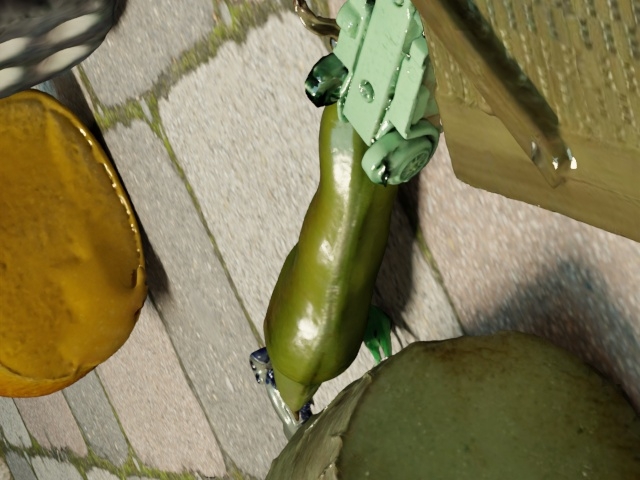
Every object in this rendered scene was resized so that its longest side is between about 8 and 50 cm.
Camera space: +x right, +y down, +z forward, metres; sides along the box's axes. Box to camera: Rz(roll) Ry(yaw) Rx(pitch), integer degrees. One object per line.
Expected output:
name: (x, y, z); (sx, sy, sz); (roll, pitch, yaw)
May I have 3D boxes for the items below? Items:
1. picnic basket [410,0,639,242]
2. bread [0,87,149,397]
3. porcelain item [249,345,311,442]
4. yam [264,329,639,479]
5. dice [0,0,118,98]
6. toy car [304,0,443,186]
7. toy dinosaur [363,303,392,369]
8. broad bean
picnic basket: (0.128, -0.088, 0.436); (0.266, 0.165, 0.139); (25, 135, 62)
bread: (-0.256, -0.002, 1.565); (0.142, 0.195, 0.270); (-10, 101, 64)
porcelain item: (-0.009, 0.139, 1.336); (0.136, 0.021, 0.075); (67, 162, -6)
yam: (0.056, 0.137, 0.936); (0.161, 0.161, 0.268); (62, 162, 9)
dice: (-0.254, -0.200, 1.310); (0.183, 0.182, 0.181); (65, 163, 6)
toy car: (0.037, -0.092, 0.857); (0.073, 0.054, 0.143); (52, 151, 26)
toy dinosaur: (0.033, 0.046, 1.105); (0.083, 0.021, 0.062); (167, 91, -73)
broad bean: (0.008, 0.000, 1.026); (0.075, 0.067, 0.325); (52, 148, 29)
